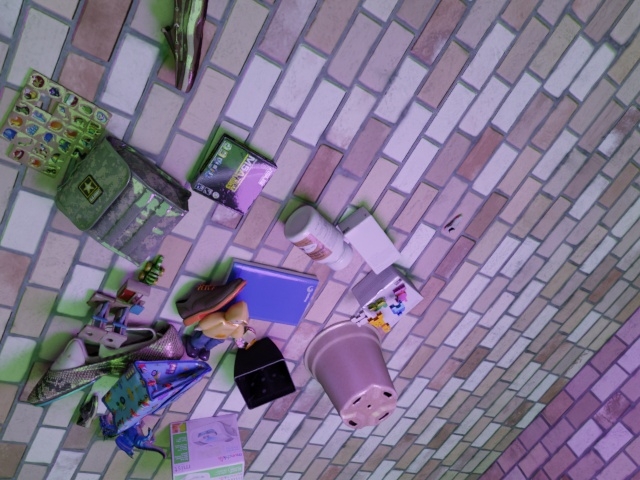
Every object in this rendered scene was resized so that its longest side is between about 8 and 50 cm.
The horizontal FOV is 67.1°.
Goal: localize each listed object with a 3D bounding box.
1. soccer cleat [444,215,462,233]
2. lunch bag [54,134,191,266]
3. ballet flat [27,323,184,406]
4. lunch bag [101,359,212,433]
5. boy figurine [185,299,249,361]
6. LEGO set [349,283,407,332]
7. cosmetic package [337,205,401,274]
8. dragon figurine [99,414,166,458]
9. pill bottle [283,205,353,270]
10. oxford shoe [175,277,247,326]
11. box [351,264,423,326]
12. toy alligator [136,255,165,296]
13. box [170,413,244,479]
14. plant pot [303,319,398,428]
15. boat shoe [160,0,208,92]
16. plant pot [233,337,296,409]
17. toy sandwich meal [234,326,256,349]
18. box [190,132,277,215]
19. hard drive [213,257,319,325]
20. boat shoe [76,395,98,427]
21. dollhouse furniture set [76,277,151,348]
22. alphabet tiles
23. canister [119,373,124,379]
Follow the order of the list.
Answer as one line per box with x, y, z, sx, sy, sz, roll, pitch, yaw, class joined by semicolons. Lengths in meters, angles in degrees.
0.495;-0.057;1.780;0.083;0.035;0.029;-40;125;7;soccer cleat
-0.534;-0.110;1.302;0.287;0.169;0.235;39;106;-26;lunch bag
-0.699;0.373;1.568;0.483;0.164;0.181;-13;103;-18;ballet flat
-0.516;0.483;1.587;0.221;0.138;0.293;-44;158;24;lunch bag
-0.331;0.305;1.640;0.285;0.092;0.177;-37;132;26;boy figurine
0.230;0.265;1.708;0.227;0.087;0.093;-31;124;3;LEGO set
0.172;0.001;1.673;0.117;0.085;0.231;-37;124;5;cosmetic package
-0.684;0.729;1.748;0.144;0.289;0.085;-37;153;-30;dragon figurine
0.000;0.000;1.579;0.131;0.131;0.229;-44;125;10;pill bottle
-0.360;0.180;1.562;0.271;0.097;0.098;-31;93;15;oxford shoe
0.250;0.200;1.802;0.181;0.119;0.182;-44;124;10;box
-0.544;0.130;1.513;0.056;0.051;0.189;31;107;-32;toy alligator
-0.445;0.824;1.873;0.262;0.231;0.126;-2;121;-18;box
0.136;0.530;1.852;0.334;0.305;0.333;-9;123;-14;plant pot
-0.340;-0.500;1.181;0.095;0.095;0.257;12;110;-10;boat shoe
-0.215;0.473;1.776;0.188;0.167;0.188;-20;124;-7;plant pot
-0.271;0.358;1.758;0.086;0.029;0.085;-5;106;-17;toy sandwich meal
-0.254;-0.190;1.423;0.184;0.045;0.190;29;108;-29;box
-0.188;0.188;1.684;0.319;0.040;0.210;15;114;-27;hard drive
-0.826;0.610;1.709;0.049;0.056;0.152;13;115;-32;boat shoe
-0.624;0.213;1.460;0.129;0.129;0.184;27;127;-31;dollhouse furniture set
-0.686;-0.279;1.235;0.198;0.009;0.237;29;108;-32;alphabet tiles
-0.614;0.488;1.699;0.170;0.073;0.126;-4;122;-19;canister
